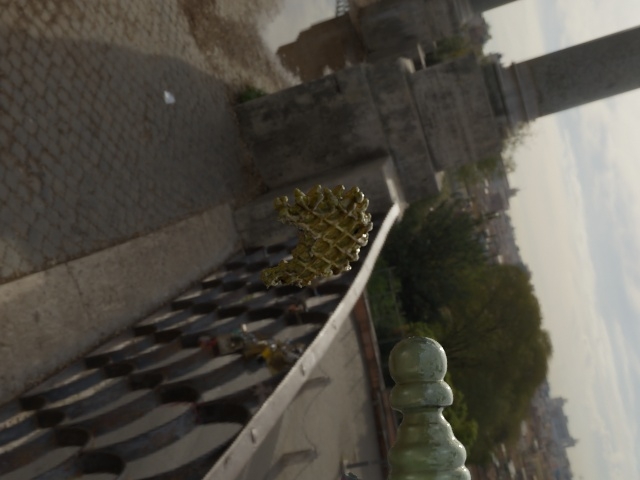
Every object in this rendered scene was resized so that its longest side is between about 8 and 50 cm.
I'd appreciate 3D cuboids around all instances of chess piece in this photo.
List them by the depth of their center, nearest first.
[{"bbox_3d":[0.229,0.385,1.572,0.182,0.182,0.331,35,49,-68],"label":"chess piece"}]

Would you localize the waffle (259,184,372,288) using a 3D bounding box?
[{"bbox_3d":[0.000,0.000,1.579,0.293,0.259,0.069,102,-29,-42],"label":"waffle"}]

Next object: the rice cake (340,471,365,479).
[{"bbox_3d":[0.117,0.559,1.362,0.037,0.198,0.190,-3,99,-56],"label":"rice cake"}]
